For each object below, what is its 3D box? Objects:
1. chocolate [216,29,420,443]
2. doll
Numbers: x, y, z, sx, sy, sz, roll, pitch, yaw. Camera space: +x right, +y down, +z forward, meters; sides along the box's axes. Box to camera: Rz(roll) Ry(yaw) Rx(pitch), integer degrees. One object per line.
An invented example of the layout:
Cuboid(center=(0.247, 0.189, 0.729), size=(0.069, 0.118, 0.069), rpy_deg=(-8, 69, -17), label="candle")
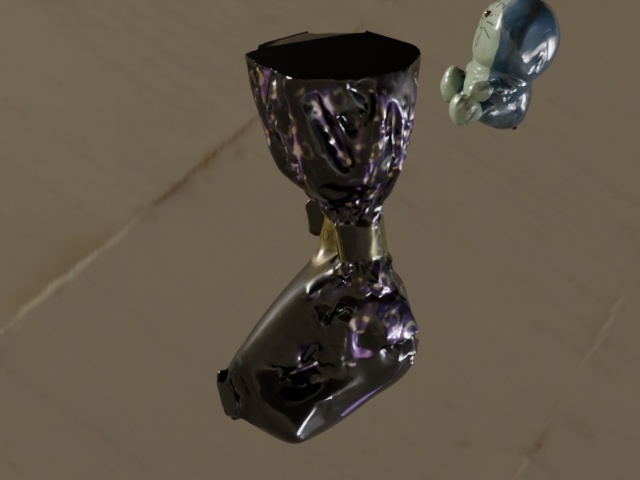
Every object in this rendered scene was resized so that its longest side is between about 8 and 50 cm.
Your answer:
Cuboid(center=(0.004, 0.000, 0.564), size=(0.072, 0.147, 0.070), rpy_deg=(7, -152, 5), label="chocolate")
Cuboid(center=(0.106, -0.106, 0.921), size=(0.050, 0.083, 0.076), rpy_deg=(21, -164, -13), label="doll")
